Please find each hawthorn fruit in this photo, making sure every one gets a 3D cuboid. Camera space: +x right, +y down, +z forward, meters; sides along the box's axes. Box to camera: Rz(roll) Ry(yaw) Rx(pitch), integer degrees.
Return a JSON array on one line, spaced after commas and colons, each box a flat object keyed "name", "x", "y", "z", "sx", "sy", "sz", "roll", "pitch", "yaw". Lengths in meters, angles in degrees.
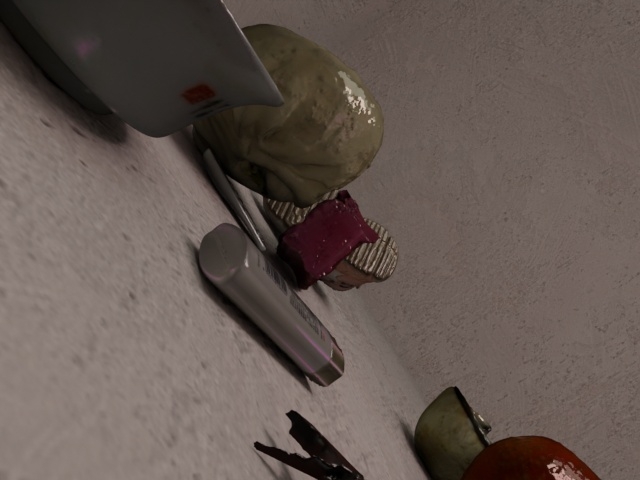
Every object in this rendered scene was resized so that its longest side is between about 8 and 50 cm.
[{"name": "hawthorn fruit", "x": 0.348, "y": 0.466, "z": 0.909, "sx": 0.275, "sy": 0.275, "sz": 0.300, "roll": 58, "pitch": 5, "yaw": 27}]

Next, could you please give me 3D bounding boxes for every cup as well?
[{"name": "cup", "x": -0.195, "y": -0.235, "z": 0.518, "sx": 0.347, "sy": 0.163, "sz": 0.347, "roll": 57, "pitch": 3, "yaw": -4}]

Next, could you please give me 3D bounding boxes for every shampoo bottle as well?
[{"name": "shampoo bottle", "x": -0.047, "y": 0.078, "z": 0.611, "sx": 0.227, "sy": 0.055, "sz": 0.086, "roll": 54, "pitch": 2, "yaw": -42}]

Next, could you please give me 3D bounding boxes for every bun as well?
[{"name": "bun", "x": -0.072, "y": -0.188, "z": 0.936, "sx": 0.359, "sy": 0.211, "sz": 0.360, "roll": 31, "pitch": -15, "yaw": 9}]

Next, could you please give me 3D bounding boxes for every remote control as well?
[{"name": "remote control", "x": -0.141, "y": -0.062, "z": 0.893, "sx": 0.184, "sy": 0.027, "sz": 0.050, "roll": 61, "pitch": -1, "yaw": -9}]

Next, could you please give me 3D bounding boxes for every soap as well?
[{"name": "soap", "x": 0.007, "y": 0.004, "z": 1.050, "sx": 0.112, "sy": 0.182, "sz": 0.289, "roll": 56, "pitch": -13, "yaw": 3}]

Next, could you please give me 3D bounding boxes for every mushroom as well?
[{"name": "mushroom", "x": 0.287, "y": 0.436, "z": 1.200, "sx": 0.190, "sy": 0.164, "sz": 0.267, "roll": 52, "pitch": 7, "yaw": -6}]

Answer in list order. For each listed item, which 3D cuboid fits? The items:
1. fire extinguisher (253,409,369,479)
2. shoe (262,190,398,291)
[{"name": "fire extinguisher", "x": 0.018, "y": 0.187, "z": 0.331, "sx": 0.106, "sy": 0.075, "sz": 0.252, "roll": 55, "pitch": 4, "yaw": -16}, {"name": "shoe", "x": -0.002, "y": 0.002, "z": 1.309, "sx": 0.351, "sy": 0.172, "sz": 0.198, "roll": 39, "pitch": -33, "yaw": -1}]
